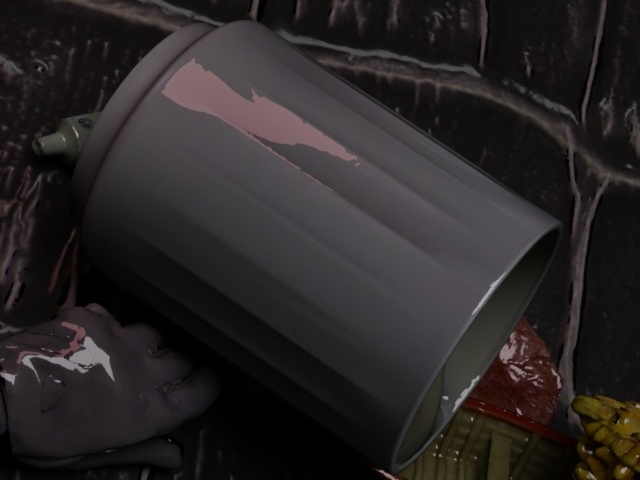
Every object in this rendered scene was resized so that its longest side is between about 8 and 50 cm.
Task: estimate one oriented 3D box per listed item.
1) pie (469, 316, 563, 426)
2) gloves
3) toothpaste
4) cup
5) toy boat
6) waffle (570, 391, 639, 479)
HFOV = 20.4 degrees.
[{"bbox_3d":[0.153,0.115,1.578,0.153,0.038,0.154,14,59,-25],"label":"pie"},{"bbox_3d":[-0.189,0.119,1.338,0.285,0.119,0.142,-11,100,-39],"label":"gloves"},{"bbox_3d":[-0.149,-0.095,1.520,0.218,0.041,0.064,-12,81,-38],"label":"toothpaste"},{"bbox_3d":[0.000,0.000,1.416,0.327,0.323,0.237,33,91,15],"label":"cup"},{"bbox_3d":[0.197,0.230,1.510,0.392,0.079,0.136,24,50,-16],"label":"toy boat"},{"bbox_3d":[0.301,0.203,1.457,0.193,0.070,0.197,11,21,-40],"label":"waffle"}]
